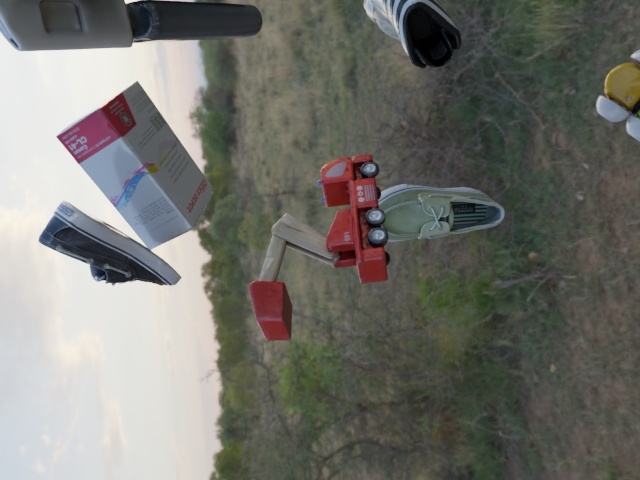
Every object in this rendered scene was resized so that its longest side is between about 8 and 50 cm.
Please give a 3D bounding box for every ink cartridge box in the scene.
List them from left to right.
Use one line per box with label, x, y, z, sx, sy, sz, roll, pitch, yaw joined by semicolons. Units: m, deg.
ink cartridge box;-0.390;-0.166;1.256;0.306;0.131;0.226;59;-164;-23

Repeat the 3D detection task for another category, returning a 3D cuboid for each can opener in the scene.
can opener;-0.121;-0.185;0.431;0.280;0.093;0.074;-38;-54;-61

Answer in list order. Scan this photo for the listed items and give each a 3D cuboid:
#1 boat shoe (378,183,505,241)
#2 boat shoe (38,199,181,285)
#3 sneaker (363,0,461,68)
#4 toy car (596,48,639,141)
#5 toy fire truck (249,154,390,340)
boat shoe;0.222;-0.057;1.112;0.094;0.302;0.109;-153;57;-61
boat shoe;-0.397;0.037;1.100;0.108;0.102;0.301;29;172;37
sneaker;0.211;-0.477;1.298;0.257;0.169;0.447;68;-162;8
toy car;0.696;-0.309;1.228;0.159;0.182;0.136;-56;-11;22
toy fire truck;0.000;0.000;0.576;0.047;0.135;0.192;77;-172;-54
